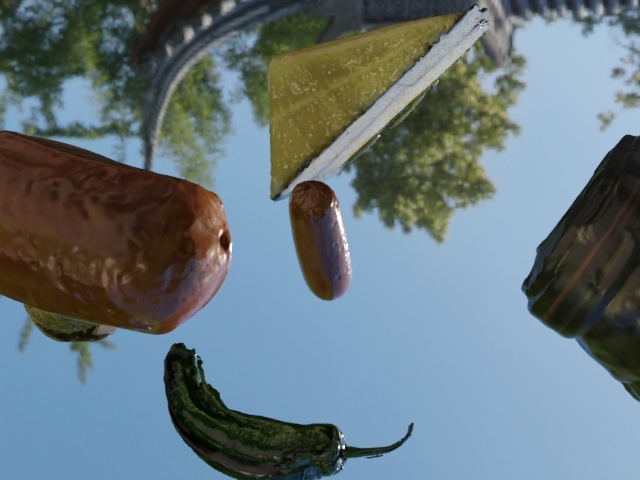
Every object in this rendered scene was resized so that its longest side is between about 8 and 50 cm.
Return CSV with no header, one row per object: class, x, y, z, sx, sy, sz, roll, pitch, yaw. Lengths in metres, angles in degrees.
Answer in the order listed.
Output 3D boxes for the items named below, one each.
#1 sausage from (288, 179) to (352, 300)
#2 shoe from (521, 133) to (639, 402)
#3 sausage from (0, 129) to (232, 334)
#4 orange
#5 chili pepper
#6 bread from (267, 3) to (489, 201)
sausage,0.000,0.000,1.314,0.076,0.197,0.076,-5,-137,5
shoe,0.307,0.036,0.802,0.237,0.171,0.384,36,-165,10
sausage,-0.205,-0.007,0.849,0.268,0.141,0.153,15,-176,15
orange,-0.335,0.079,1.347,0.157,0.134,0.156,-21,-179,0
chili pepper,-0.057,0.188,0.965,0.279,0.065,0.122,20,-123,21
bread,0.103,-0.201,1.442,0.405,0.242,0.346,-2,-168,31
